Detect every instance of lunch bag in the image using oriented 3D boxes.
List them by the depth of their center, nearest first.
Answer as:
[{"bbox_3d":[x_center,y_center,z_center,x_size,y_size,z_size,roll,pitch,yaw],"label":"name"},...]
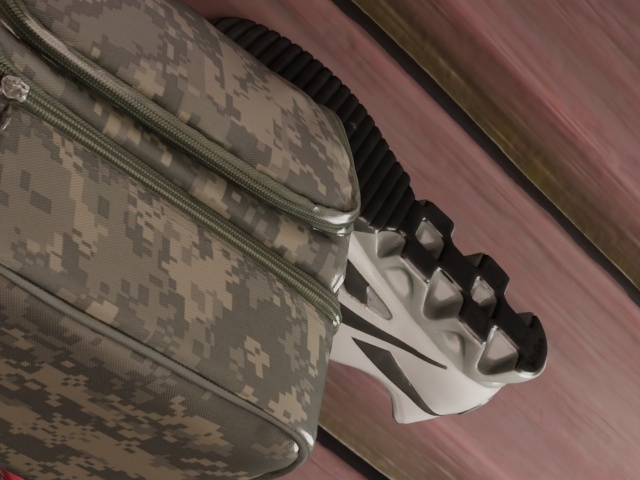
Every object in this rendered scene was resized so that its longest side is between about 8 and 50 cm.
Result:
[{"bbox_3d":[-0.133,-0.033,0.848,0.305,0.212,0.256,34,52,-31],"label":"lunch bag"}]

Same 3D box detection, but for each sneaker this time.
[{"bbox_3d":[0.000,0.000,1.120,0.330,0.146,0.122,51,33,-6],"label":"sneaker"}]

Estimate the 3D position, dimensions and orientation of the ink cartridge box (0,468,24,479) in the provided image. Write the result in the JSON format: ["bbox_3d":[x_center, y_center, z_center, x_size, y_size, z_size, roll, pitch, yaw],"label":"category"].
[{"bbox_3d":[-0.168,-0.006,1.030,0.226,0.131,0.306,-31,117,-17],"label":"ink cartridge box"}]
